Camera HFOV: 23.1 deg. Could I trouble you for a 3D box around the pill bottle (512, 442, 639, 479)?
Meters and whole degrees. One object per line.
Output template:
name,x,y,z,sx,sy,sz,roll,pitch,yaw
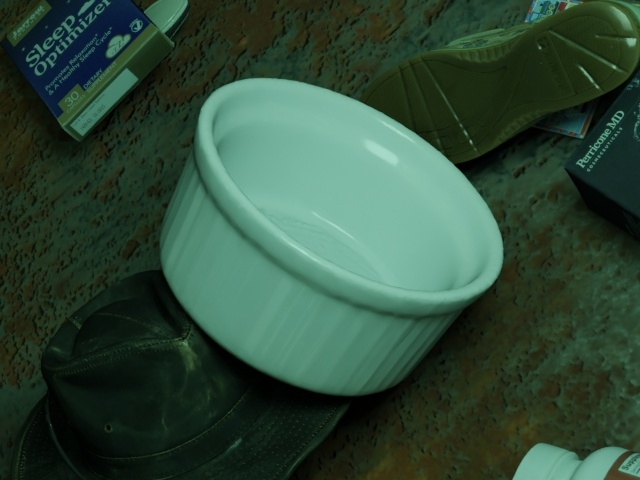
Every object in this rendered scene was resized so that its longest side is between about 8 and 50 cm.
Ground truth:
pill bottle,0.252,0.228,1.181,0.216,0.121,0.121,15,76,29

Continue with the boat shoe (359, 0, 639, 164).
boat shoe,0.165,-0.137,1.382,0.285,0.089,0.105,-14,97,33

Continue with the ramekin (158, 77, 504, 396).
ramekin,0.000,0.000,1.300,0.277,0.277,0.135,52,126,31

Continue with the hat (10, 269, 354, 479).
hat,-0.138,0.107,1.323,0.331,0.134,0.331,-17,30,10

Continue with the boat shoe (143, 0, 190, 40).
boat shoe,-0.175,-0.198,1.594,0.125,0.038,0.046,-49,45,0

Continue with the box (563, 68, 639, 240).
box,0.315,-0.065,1.288,0.158,0.093,0.156,37,88,32

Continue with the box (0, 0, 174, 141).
box,-0.250,-0.209,1.606,0.136,0.036,0.225,-45,44,3

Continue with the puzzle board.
puzzle board,0.216,-0.161,1.418,0.096,0.011,0.128,17,78,29
